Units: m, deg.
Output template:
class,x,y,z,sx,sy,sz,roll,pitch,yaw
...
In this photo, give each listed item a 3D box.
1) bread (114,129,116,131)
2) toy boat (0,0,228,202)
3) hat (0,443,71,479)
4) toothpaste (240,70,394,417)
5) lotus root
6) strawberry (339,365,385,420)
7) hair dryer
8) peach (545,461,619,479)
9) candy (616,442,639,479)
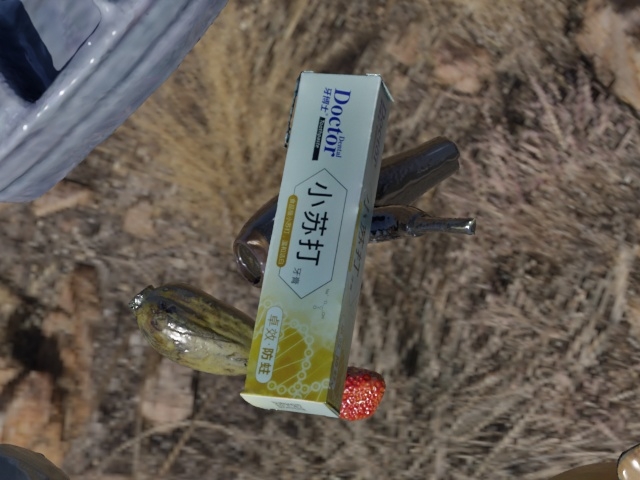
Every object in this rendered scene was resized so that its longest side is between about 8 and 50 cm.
class,x,y,z,sx,sy,sz,roll,pitch,yaw
bread,-0.270,-0.221,1.443,0.184,0.110,0.234,56,149,12
toy boat,-0.123,-0.140,0.764,0.283,0.078,0.127,-45,56,15
hat,-0.331,0.316,1.599,0.214,0.245,0.149,45,70,-8
toothpaste,0.000,0.000,1.281,0.089,0.071,0.313,5,73,18
lotus root,-0.143,0.108,1.661,0.080,0.179,0.089,-51,15,54
strawberry,0.048,0.181,1.716,0.083,0.073,0.073,-51,55,44
hair dryer,0.093,-0.031,1.503,0.359,0.304,0.120,6,118,62
peach,0.292,0.375,1.414,0.332,0.308,0.307,-22,68,51
candy,0.391,0.158,1.184,0.143,0.101,0.271,45,109,-1
